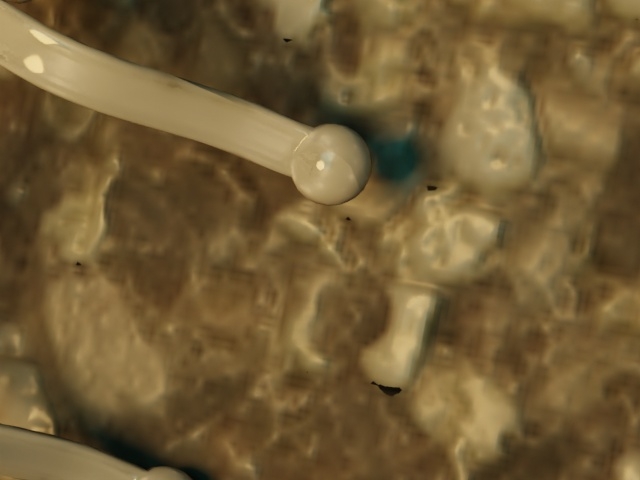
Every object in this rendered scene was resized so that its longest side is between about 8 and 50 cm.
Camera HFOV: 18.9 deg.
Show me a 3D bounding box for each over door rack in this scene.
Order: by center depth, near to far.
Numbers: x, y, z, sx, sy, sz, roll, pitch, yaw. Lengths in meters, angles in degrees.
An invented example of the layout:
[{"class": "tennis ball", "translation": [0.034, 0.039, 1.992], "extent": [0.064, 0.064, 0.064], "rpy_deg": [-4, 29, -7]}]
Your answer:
[{"class": "over door rack", "translation": [0.000, 0.000, 0.443], "extent": [0.324, 0.108, 0.239], "rpy_deg": [40, 113, 38]}]
